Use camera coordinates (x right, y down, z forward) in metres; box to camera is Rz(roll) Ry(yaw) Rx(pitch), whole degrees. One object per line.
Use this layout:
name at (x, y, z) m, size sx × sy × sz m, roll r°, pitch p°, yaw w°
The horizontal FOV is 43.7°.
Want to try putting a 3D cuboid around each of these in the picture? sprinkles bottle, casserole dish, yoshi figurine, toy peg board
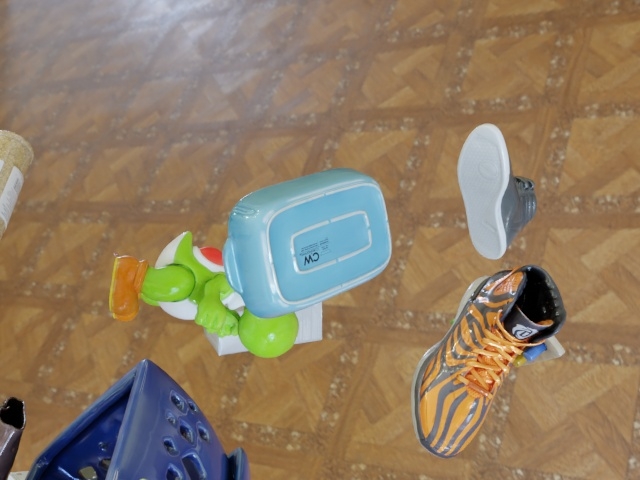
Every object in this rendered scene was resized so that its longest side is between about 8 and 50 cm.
sprinkles bottle at (-0.718, -0.076, 1.706) m, size 0.121 × 0.121 × 0.355 m, roll -16°, pitch 47°, yaw 21°
casserole dish at (0.000, 0.000, 0.704) m, size 0.188 × 0.114 × 0.037 m, roll -19°, pitch 14°, yaw -38°
yoshi figurine at (-0.184, 0.124, 1.413) m, size 0.362 × 0.203 × 0.203 m, roll 3°, pitch 38°, yaw -11°
toy peg board at (0.316, 0.164, 1.404) m, size 0.079 × 0.161 × 0.160 m, roll -36°, pitch -4°, yaw -20°

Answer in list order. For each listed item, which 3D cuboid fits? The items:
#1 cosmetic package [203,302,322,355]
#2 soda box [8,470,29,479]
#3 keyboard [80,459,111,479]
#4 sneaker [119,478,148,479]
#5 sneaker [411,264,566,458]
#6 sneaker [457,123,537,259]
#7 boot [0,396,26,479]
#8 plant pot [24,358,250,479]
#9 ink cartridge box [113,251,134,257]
cosmetic package at (-0.127, 0.169, 1.735) m, size 0.238 × 0.107 × 0.127 m, roll -8°, pitch 18°, yaw -19°
soda box at (-0.496, 0.507, 1.444) m, size 0.216 × 0.069 × 0.073 m, roll 28°, pitch 98°, yaw 34°
keyboard at (-0.416, 0.455, 1.548) m, size 0.192 × 0.038 × 0.100 m, roll 0°, pitch 53°, yaw 13°
sneaker at (-0.114, 0.274, 0.474) m, size 0.109 × 0.295 × 0.123 m, roll -8°, pitch 23°, yaw -33°
sneaker at (0.246, 0.162, 1.169) m, size 0.321 × 0.125 × 0.180 m, roll -64°, pitch 10°, yaw -24°
sneaker at (0.355, -0.120, 1.577) m, size 0.105 × 0.295 × 0.147 m, roll 18°, pitch 44°, yaw 37°
boot at (-0.420, 0.296, 1.004) m, size 0.206 × 0.090 × 0.248 m, roll -64°, pitch 16°, yaw -8°
plant pot at (-0.213, 0.322, 0.921) m, size 0.236 × 0.212 × 0.236 m, roll -40°, pitch 21°, yaw 18°
ink cartridge box at (-0.471, 0.063, 2.016) m, size 0.029 × 0.115 × 0.063 m, roll -43°, pitch 11°, yaw -6°
